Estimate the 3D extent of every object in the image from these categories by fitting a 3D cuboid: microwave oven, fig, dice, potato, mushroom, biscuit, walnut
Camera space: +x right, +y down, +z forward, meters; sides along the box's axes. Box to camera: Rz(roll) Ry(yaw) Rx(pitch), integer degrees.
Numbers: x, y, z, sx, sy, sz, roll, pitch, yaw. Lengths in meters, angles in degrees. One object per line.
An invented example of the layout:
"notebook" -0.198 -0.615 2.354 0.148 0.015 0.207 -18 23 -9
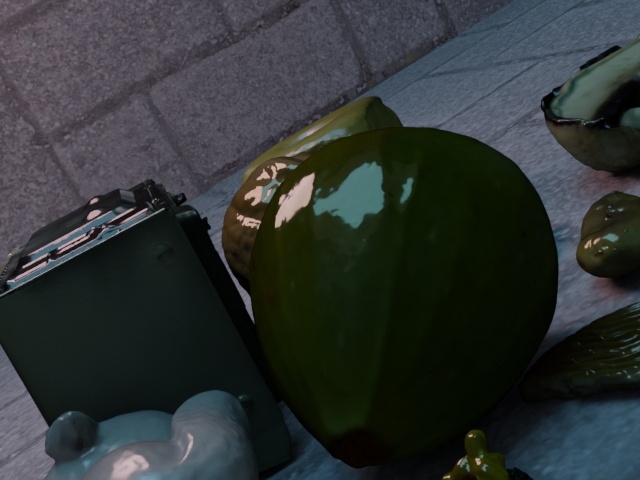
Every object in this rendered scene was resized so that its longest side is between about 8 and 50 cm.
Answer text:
"microwave oven" -0.207 0.110 1.179 0.247 0.332 0.394 -27 14 -8
"fig" 0.072 0.062 0.914 0.316 0.316 0.316 -28 15 8
"dice" 0.036 -0.061 1.451 0.227 0.233 0.238 -26 11 16
"potato" 0.319 -0.002 1.044 0.092 0.070 0.138 -19 19 31
"mushroom" 0.466 -0.195 1.338 0.344 0.130 0.247 -37 32 -22
"biscuit" 0.281 0.098 0.856 0.229 0.031 0.176 -26 13 12
"walnut" 0.000 0.000 1.221 0.225 0.224 0.261 -37 42 -28

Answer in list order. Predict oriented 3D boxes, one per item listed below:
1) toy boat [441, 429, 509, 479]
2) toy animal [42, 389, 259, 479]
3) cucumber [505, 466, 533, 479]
"toy boat" 0.024 0.266 0.657 0.318 0.099 0.141 -39 13 -23
"toy animal" -0.155 0.247 0.850 0.272 0.205 0.265 -31 11 -16
"cucumber" 0.155 0.223 0.647 0.043 0.044 0.256 -39 15 6
